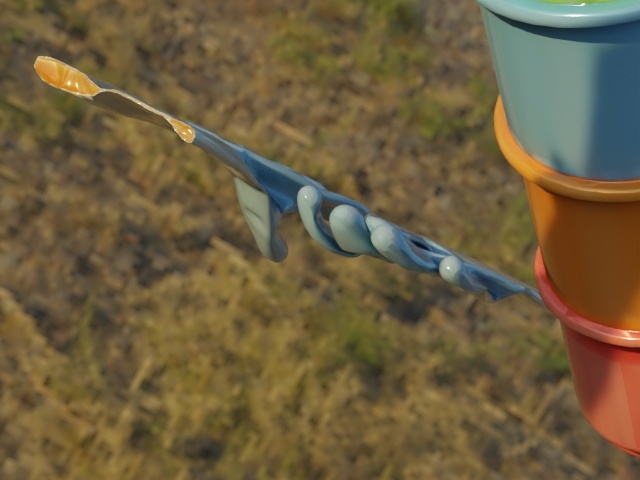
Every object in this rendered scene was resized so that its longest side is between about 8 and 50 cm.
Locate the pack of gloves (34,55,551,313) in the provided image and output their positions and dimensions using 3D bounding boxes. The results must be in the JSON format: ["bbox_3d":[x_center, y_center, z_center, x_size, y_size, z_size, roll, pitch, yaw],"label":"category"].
[{"bbox_3d":[0.000,0.000,0.853,0.195,0.046,0.232,28,3,24],"label":"pack of gloves"}]

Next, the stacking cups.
[{"bbox_3d":[0.086,-0.059,0.529,0.096,0.096,0.316,46,-19,48],"label":"stacking cups"}]
